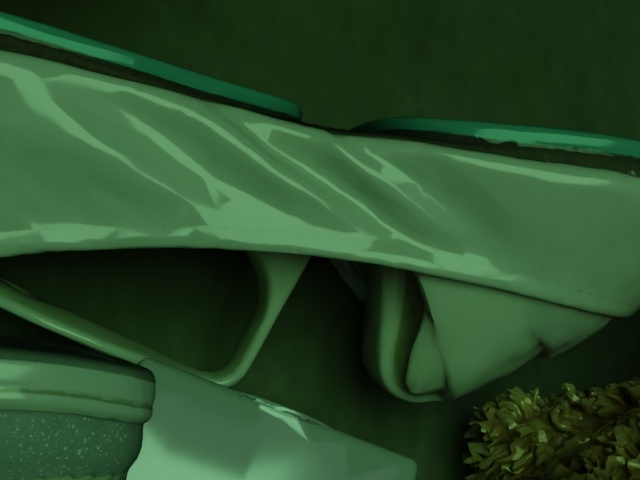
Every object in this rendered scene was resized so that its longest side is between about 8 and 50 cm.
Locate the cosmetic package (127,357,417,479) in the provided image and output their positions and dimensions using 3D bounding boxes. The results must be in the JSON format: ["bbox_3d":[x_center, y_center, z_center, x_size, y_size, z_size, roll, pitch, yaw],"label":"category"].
[{"bbox_3d":[-0.057,0.173,0.455,0.117,0.085,0.231,24,64,-11],"label":"cosmetic package"}]

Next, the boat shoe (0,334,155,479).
[{"bbox_3d":[-0.211,0.084,0.402,0.321,0.118,0.103,-6,89,-10],"label":"boat shoe"}]

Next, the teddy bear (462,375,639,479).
[{"bbox_3d":[0.147,0.107,0.475,0.338,0.245,0.113,-32,111,0],"label":"teddy bear"}]

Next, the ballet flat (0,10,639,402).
[{"bbox_3d":[0.000,0.000,0.522,0.400,0.139,0.139,9,70,-13],"label":"ballet flat"}]
